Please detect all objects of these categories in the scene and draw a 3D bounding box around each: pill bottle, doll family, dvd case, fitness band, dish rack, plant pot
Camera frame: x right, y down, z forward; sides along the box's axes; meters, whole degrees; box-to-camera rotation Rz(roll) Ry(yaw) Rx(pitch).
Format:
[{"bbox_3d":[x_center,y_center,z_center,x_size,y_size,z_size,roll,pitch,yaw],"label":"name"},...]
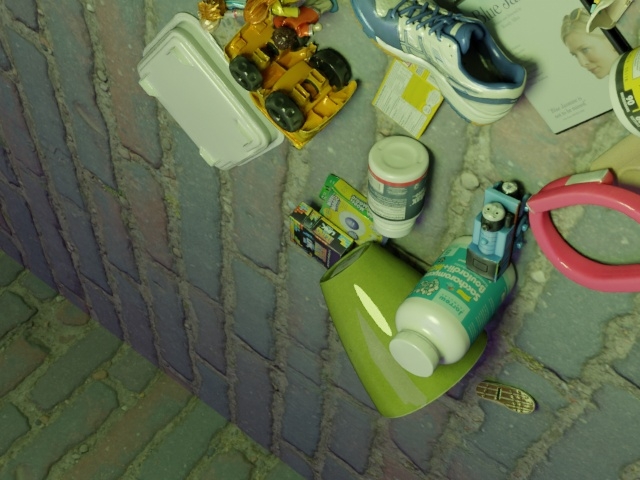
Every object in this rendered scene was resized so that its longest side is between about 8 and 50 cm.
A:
[{"bbox_3d":[0.139,-0.092,1.523,0.108,0.108,0.180,29,148,22],"label":"pill bottle"},{"bbox_3d":[0.460,-0.202,0.989,0.119,0.119,0.208,50,149,-13],"label":"pill bottle"},{"bbox_3d":[-0.111,-0.400,1.370,0.263,0.163,0.118,20,143,34],"label":"doll family"},{"bbox_3d":[0.321,-0.274,1.160,0.253,0.022,0.180,49,150,-11],"label":"dvd case"},{"bbox_3d":[0.433,-0.006,1.289,0.209,0.054,0.291,50,161,-11],"label":"fitness band"},{"bbox_3d":[-0.249,-0.292,1.770,0.333,0.072,0.285,50,149,-14],"label":"dish rack"},{"bbox_3d":[0.235,0.124,1.526,0.146,0.264,0.146,29,147,21],"label":"pill bottle"},{"bbox_3d":[0.138,0.156,1.691,0.293,0.275,0.274,51,149,-7],"label":"plant pot"}]

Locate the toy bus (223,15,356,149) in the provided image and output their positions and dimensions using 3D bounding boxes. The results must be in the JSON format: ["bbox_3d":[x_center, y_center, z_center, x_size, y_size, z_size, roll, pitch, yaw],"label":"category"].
[{"bbox_3d":[-0.063,-0.277,1.517,0.220,0.149,0.211,44,166,3],"label":"toy bus"}]

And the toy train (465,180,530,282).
[{"bbox_3d":[0.302,-0.017,1.426,0.080,0.105,0.184,28,147,24],"label":"toy train"}]

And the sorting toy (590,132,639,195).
[{"bbox_3d":[0.510,-0.076,1.180,0.208,0.038,0.193,46,150,3],"label":"sorting toy"}]

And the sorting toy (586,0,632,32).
[{"bbox_3d":[0.357,-0.293,1.037,0.045,0.075,0.083,38,149,8],"label":"sorting toy"}]

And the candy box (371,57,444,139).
[{"bbox_3d":[0.159,-0.258,1.367,0.105,0.027,0.206,41,150,7],"label":"candy box"}]

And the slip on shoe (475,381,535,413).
[{"bbox_3d":[0.407,0.342,1.829,0.135,0.051,0.041,11,178,31],"label":"slip on shoe"}]

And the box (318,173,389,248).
[{"bbox_3d":[0.069,-0.052,1.723,0.179,0.043,0.105,40,151,8],"label":"box"}]

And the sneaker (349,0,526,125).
[{"bbox_3d":[0.175,-0.298,1.195,0.296,0.112,0.131,39,163,-2],"label":"sneaker"}]

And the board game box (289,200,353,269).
[{"bbox_3d":[0.000,0.000,1.824,0.141,0.048,0.170,38,165,11],"label":"board game box"}]
